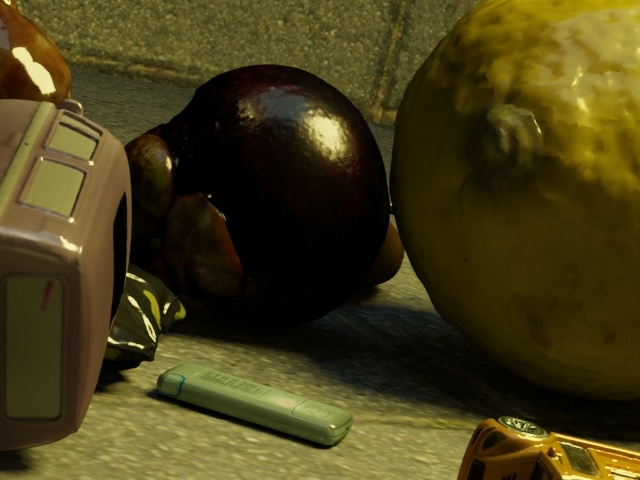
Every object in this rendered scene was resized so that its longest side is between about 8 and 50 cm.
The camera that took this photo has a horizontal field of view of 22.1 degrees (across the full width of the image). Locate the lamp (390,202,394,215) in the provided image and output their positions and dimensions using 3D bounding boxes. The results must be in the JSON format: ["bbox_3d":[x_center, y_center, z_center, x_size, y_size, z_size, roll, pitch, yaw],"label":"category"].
[{"bbox_3d":[0.164,0.007,1.787,0.371,0.130,0.108,25,31,-6],"label":"lamp"}]

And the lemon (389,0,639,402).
[{"bbox_3d":[0.221,-0.047,1.285,0.350,0.349,0.387,21,2,38],"label":"lemon"}]

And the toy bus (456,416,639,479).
[{"bbox_3d":[0.156,0.150,0.886,0.162,0.069,0.074,13,11,-6],"label":"toy bus"}]

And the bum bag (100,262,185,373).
[{"bbox_3d":[-0.151,0.046,1.111,0.107,0.060,0.232,21,11,1],"label":"bum bag"}]

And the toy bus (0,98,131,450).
[{"bbox_3d":[-0.183,0.012,0.912,0.142,0.142,0.202,3,26,0],"label":"toy bus"}]

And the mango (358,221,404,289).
[{"bbox_3d":[0.000,0.000,1.501,0.136,0.099,0.227,12,-2,37],"label":"mango"}]

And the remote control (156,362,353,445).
[{"bbox_3d":[-0.042,0.103,1.045,0.124,0.017,0.053,15,8,12],"label":"remote control"}]

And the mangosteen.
[{"bbox_3d":[-0.072,-0.027,1.271,0.250,0.211,0.211,-12,18,-18],"label":"mangosteen"}]

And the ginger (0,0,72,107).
[{"bbox_3d":[-0.351,-0.099,1.183,0.418,0.254,0.176,11,-15,32],"label":"ginger"}]
